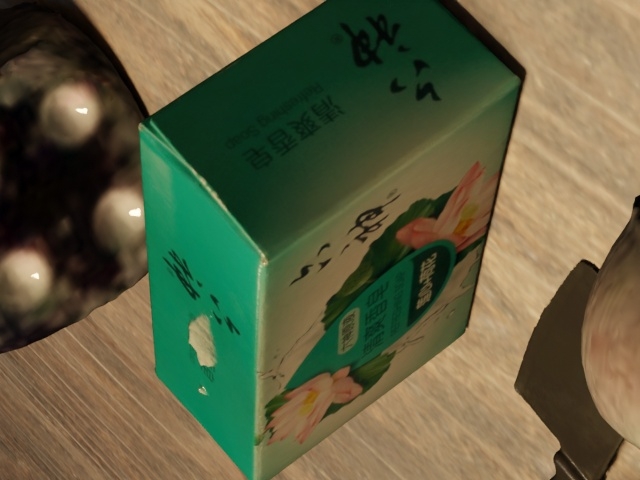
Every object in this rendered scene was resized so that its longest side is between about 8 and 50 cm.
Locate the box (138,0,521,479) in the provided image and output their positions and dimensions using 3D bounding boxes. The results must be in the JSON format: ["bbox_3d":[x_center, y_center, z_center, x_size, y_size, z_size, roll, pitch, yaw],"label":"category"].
[{"bbox_3d":[0.000,0.000,0.951,0.092,0.153,0.245,47,159,21],"label":"box"}]

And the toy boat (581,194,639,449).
[{"bbox_3d":[0.172,0.035,0.547,0.155,0.227,0.085,25,113,53],"label":"toy boat"}]

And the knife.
[{"bbox_3d":[0.126,0.088,1.007,0.072,0.019,0.245,51,156,22],"label":"knife"}]

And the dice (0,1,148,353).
[{"bbox_3d":[-0.218,-0.039,1.317,0.181,0.182,0.183,20,138,58],"label":"dice"}]
